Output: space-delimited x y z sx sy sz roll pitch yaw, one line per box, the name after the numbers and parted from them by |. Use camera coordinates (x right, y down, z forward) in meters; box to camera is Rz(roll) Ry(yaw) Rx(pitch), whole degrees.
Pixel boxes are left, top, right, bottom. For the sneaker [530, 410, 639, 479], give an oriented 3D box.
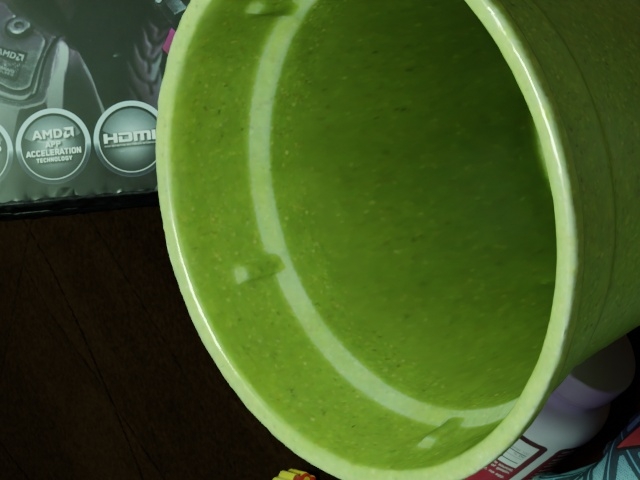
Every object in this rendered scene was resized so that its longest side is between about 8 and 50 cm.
0.220 0.107 0.977 0.261 0.104 0.125 -15 79 41 | sneaker

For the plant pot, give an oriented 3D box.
0.099 -0.041 0.929 0.276 0.254 0.276 18 115 43 | plant pot

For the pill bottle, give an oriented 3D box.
0.116 0.098 1.079 0.152 0.086 0.086 -47 67 43 | pill bottle

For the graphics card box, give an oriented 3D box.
-0.128 -0.203 1.094 0.094 0.232 0.371 49 -143 -86 | graphics card box

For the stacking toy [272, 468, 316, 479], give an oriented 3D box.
0.037 0.278 1.250 0.167 0.052 0.221 8 109 48 | stacking toy
